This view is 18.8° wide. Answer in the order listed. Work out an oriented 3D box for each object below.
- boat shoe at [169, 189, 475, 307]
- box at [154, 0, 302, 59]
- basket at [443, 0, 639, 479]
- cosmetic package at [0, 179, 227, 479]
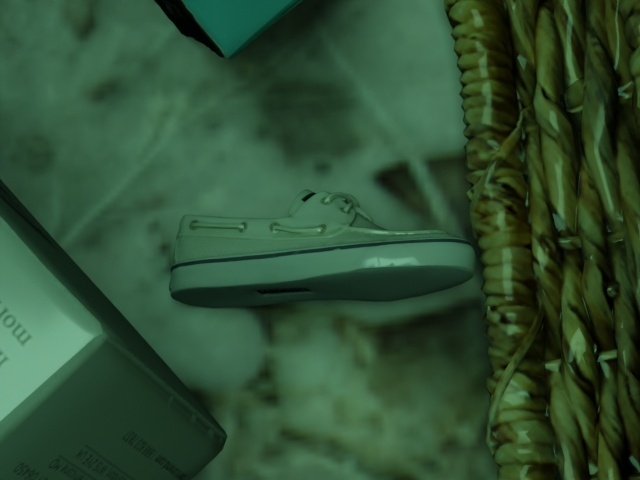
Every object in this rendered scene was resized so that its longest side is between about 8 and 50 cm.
[{"bbox_3d":[0.000,0.000,0.612,0.100,0.035,0.035,-5,72,21],"label":"boat shoe"},{"bbox_3d":[-0.086,-0.169,0.572,0.060,0.100,0.244,-39,105,-2],"label":"box"},{"bbox_3d":[0.146,-0.022,0.511,0.223,0.213,0.299,-4,79,5],"label":"basket"},{"bbox_3d":[-0.230,0.096,0.502,0.365,0.155,0.197,-41,73,-4],"label":"cosmetic package"}]
